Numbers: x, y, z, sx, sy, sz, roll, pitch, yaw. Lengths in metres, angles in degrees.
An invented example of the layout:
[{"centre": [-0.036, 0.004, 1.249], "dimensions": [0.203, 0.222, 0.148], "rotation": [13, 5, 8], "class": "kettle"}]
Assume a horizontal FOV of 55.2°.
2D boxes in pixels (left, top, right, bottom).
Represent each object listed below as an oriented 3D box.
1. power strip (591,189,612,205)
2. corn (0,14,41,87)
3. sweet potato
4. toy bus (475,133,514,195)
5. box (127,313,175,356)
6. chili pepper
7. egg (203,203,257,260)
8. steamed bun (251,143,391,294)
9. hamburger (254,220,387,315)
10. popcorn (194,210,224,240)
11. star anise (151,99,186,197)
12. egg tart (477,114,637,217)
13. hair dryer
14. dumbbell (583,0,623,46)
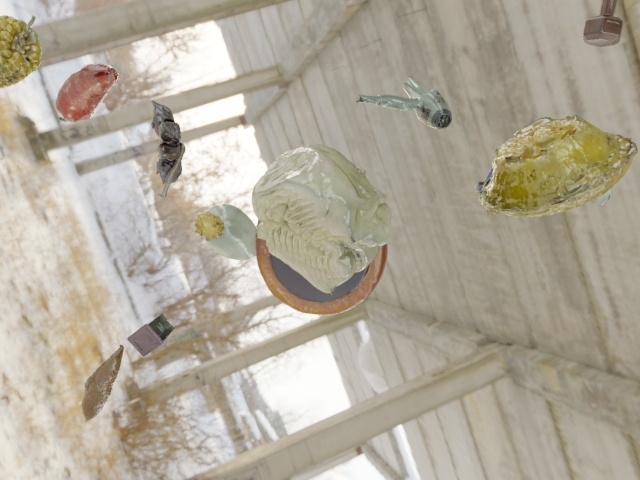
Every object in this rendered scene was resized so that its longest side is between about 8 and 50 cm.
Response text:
[{"centre": [0.709, -0.181, 1.708], "dimensions": [0.252, 0.027, 0.060], "rotation": [-125, -146, -47], "class": "power strip"}, {"centre": [-0.551, -0.259, 0.915], "dimensions": [0.101, 0.311, 0.101], "rotation": [-13, 90, -80], "class": "corn"}, {"centre": [-0.508, 0.331, 1.417], "dimensions": [0.068, 0.205, 0.060], "rotation": [33, 4, 10], "class": "sweet potato"}, {"centre": [0.539, -0.192, 1.682], "dimensions": [0.133, 0.292, 0.125], "rotation": [32, -56, 18], "class": "toy bus"}, {"centre": [-0.381, 0.211, 1.384], "dimensions": [0.060, 0.085, 0.063], "rotation": [50, 32, -8], "class": "box"}, {"centre": [-0.409, -0.256, 1.062], "dimensions": [0.071, 0.063, 0.272], "rotation": [45, -33, -21], "class": "chili pepper"}, {"centre": [-0.277, -0.022, 1.911], "dimensions": [0.209, 0.151, 0.151], "rotation": [46, -8, -15], "class": "egg"}, {"centre": [0.009, -0.061, 1.210], "dimensions": [0.275, 0.206, 0.320], "rotation": [28, -34, 5], "class": "steamed bun"}, {"centre": [0.000, 0.000, 1.479], "dimensions": [0.250, 0.330, 0.329], "rotation": [-94, 166, -81], "class": "hamburger"}, {"centre": [-0.306, -0.037, 1.687], "dimensions": [0.057, 0.082, 0.083], "rotation": [-84, -178, -64], "class": "popcorn"}, {"centre": [-0.395, -0.236, 1.598], "dimensions": [0.230, 0.081, 0.262], "rotation": [124, -42, -64], "class": "star anise"}, {"centre": [0.456, -0.162, 1.222], "dimensions": [0.120, 0.315, 0.315], "rotation": [60, -10, -21], "class": "egg tart"}, {"centre": [0.218, -0.397, 1.666], "dimensions": [0.229, 0.267, 0.092], "rotation": [-89, -164, -56], "class": "hair dryer"}, {"centre": [0.676, -0.573, 1.427], "dimensions": [0.082, 0.092, 0.230], "rotation": [-144, -115, -84], "class": "dumbbell"}]
